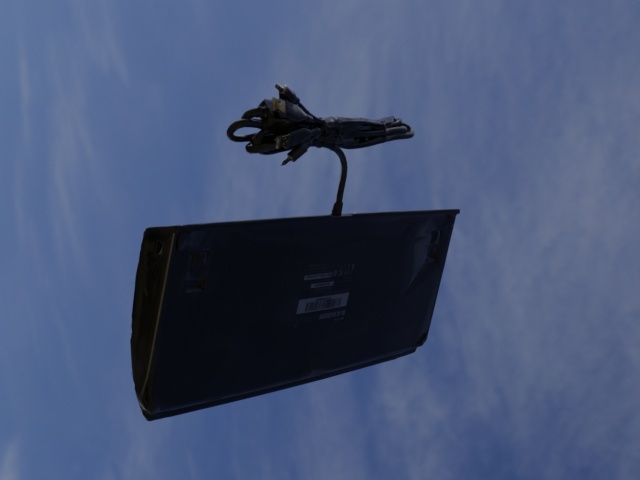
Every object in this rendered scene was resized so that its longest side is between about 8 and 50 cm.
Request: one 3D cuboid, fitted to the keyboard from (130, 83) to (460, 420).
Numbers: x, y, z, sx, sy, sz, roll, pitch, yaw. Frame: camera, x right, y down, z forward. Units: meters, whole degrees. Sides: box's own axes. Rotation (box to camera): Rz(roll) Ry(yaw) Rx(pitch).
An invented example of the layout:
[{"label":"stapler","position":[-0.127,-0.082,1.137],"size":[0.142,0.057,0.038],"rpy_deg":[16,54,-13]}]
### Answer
[{"label":"keyboard","position":[0.000,0.000,0.728],"size":[0.033,0.317,0.201],"rpy_deg":[21,-75,33]}]
